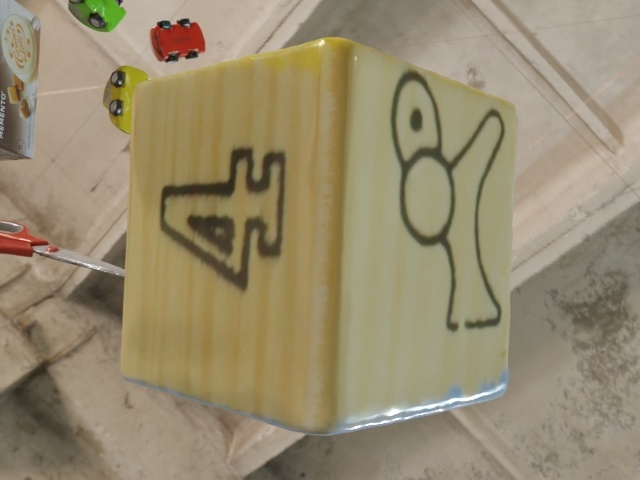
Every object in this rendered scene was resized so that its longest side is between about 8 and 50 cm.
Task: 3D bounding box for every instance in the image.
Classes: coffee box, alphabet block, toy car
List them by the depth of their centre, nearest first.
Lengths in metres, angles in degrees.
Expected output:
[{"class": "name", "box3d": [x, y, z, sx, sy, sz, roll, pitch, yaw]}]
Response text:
[{"class": "alphabet block", "box3d": [0.000, 0.000, 0.461, 0.194, 0.192, 0.197, 1, -93, 42]}, {"class": "toy car", "box3d": [-0.290, -0.296, 1.012, 0.053, 0.239, 0.225, -4, -42, 38]}, {"class": "coffee box", "box3d": [-0.537, -0.263, 1.137, 0.098, 0.141, 0.246, 0, -96, 10]}]

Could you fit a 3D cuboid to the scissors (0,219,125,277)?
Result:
[{"class": "scissors", "box3d": [-0.366, 0.007, 0.941, 0.297, 0.109, 0.021, 5, -68, 11]}]
